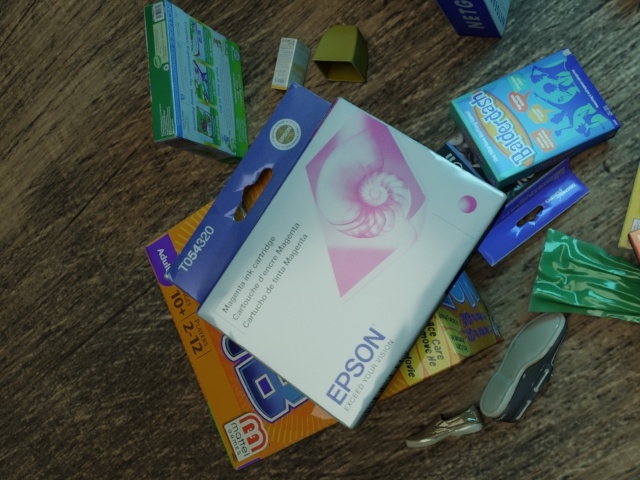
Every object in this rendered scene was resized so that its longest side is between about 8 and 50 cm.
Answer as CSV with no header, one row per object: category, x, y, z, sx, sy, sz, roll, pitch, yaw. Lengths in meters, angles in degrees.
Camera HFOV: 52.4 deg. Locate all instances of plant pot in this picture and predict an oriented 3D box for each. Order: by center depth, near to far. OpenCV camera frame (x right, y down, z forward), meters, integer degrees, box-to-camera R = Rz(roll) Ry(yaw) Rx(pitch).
plant pot,0.043,-0.351,1.204,0.081,0.081,0.083,9,80,24

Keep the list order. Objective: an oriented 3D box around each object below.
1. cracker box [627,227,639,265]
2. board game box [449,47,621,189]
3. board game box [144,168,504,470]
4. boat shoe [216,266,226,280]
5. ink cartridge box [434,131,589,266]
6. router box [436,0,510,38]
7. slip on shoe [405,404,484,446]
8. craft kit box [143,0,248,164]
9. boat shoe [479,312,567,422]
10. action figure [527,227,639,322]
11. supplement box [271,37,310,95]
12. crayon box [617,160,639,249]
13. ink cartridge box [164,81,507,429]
cracker box,0.557,0.022,0.866,0.232,0.067,0.155,-22,80,23
board game box,0.336,-0.193,1.035,0.210,0.047,0.160,-25,71,-1
board game box,0.022,0.089,1.031,0.356,0.356,0.356,-31,75,19
boat shoe,-0.119,0.054,0.878,0.049,0.040,0.142,-12,82,23
ink cartridge box,0.294,-0.100,1.067,0.206,0.045,0.208,-39,73,0
router box,0.243,-0.508,0.985,0.082,0.335,0.301,13,93,24
slip on shoe,0.206,0.315,1.102,0.135,0.051,0.041,-21,84,19
craft kit box,-0.226,-0.286,1.228,0.061,0.247,0.249,-9,83,26
boat shoe,0.341,0.207,1.057,0.065,0.075,0.206,31,95,-21
action figure,0.453,0.074,1.001,0.232,0.063,0.137,14,91,21
supplement box,-0.057,-0.332,1.254,0.036,0.062,0.098,13,92,26
crayon box,0.618,-0.047,0.924,0.323,0.083,0.203,15,93,23
ink cartridge box,0.000,0.000,0.801,0.330,0.071,0.324,33,90,15
